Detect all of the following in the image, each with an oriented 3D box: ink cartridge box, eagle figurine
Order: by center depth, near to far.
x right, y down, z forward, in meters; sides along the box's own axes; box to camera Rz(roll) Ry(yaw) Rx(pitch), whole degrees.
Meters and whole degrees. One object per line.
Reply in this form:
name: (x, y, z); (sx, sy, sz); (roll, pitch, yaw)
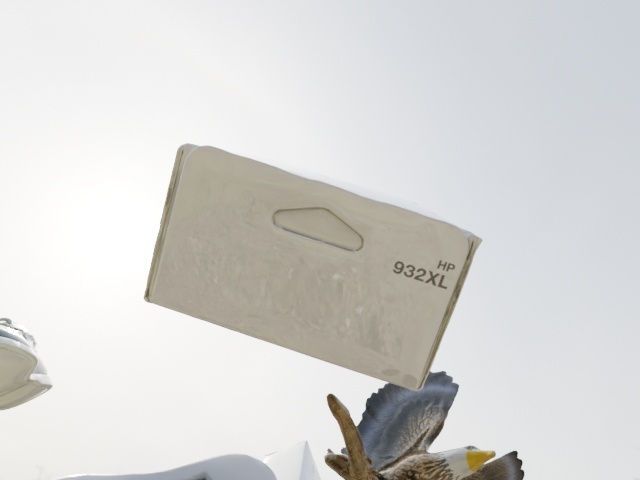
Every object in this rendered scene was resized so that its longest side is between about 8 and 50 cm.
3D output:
ink cartridge box: (0.000, 0.000, 0.472); (0.222, 0.307, 0.129); (18, -81, 2)
eagle figurine: (0.132, 0.303, 0.599); (0.224, 0.227, 0.298); (2, -7, 29)
ink cartridge box: (-0.051, 0.675, 1.077); (0.129, 0.309, 0.272); (-21, -93, 0)

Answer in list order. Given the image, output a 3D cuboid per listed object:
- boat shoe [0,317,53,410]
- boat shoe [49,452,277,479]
boat shoe: (-0.468, 0.167, 0.657); (0.099, 0.116, 0.319); (59, -28, 15)
boat shoe: (-0.160, 0.263, 0.411); (0.096, 0.088, 0.267); (25, 9, 42)
